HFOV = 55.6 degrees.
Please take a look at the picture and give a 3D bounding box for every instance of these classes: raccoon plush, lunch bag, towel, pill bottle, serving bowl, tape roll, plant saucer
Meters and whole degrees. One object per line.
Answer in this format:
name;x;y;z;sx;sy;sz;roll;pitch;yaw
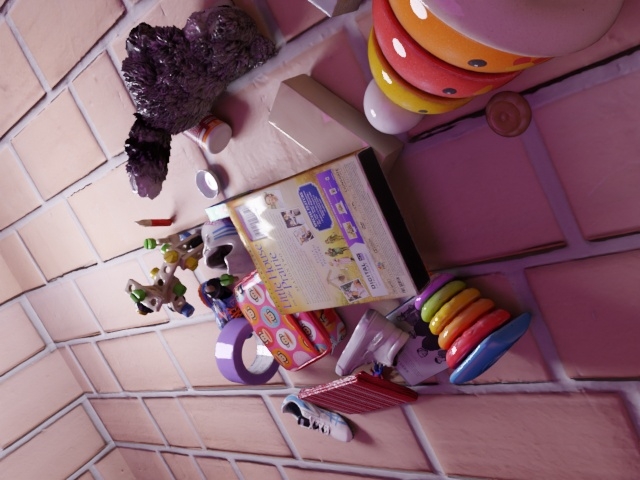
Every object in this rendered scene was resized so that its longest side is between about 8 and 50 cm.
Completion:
raccoon plush;-0.255;-0.302;1.332;0.299;0.216;0.446;10;104;36
lunch bag;-0.070;0.180;1.587;0.258;0.120;0.293;-37;89;42
towel;0.092;0.399;1.569;0.199;0.031;0.275;25;146;-27
pill bottle;-0.301;-0.285;1.507;0.152;0.086;0.086;35;134;18
serving bowl;-0.297;-0.154;1.629;0.083;0.027;0.083;21;127;30
tape roll;-0.200;0.313;1.724;0.080;0.189;0.189;-4;113;43
plant saucer;0.324;-0.218;1.059;0.083;0.015;0.083;22;129;30

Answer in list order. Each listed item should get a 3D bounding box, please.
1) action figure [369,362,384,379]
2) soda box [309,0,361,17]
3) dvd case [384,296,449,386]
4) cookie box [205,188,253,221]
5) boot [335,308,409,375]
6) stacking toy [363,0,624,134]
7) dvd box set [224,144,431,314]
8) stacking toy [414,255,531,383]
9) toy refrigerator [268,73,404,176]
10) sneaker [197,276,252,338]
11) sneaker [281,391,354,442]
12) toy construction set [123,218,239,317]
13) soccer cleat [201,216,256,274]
action figure;0.147;0.334;1.554;0.038;0.030;0.115;21;130;24
soda box;0.058;-0.535;1.032;0.098;0.091;0.286;42;136;13
dvd case;0.227;0.232;1.417;0.179;0.029;0.238;50;138;4
cookie box;-0.228;-0.089;1.564;0.107;0.092;0.040;-13;104;44
boot;0.123;0.274;1.448;0.123;0.095;0.258;32;141;11
stacking toy;0.194;-0.318;0.965;0.350;0.350;0.480;48;156;6
dvd box set;0.000;0.000;1.307;0.420;0.062;0.308;-16;105;44
stacking toy;0.258;0.128;1.255;0.302;0.175;0.166;49;135;22
toy refrigerator;0.031;-0.225;1.256;0.269;0.094;0.102;38;131;14
sneaker;-0.276;0.202;1.801;0.221;0.083;0.087;49;132;2
sneaker;-0.011;0.527;1.772;0.237;0.086;0.085;23;127;27
toy construction set;-0.446;0.071;1.712;0.257;0.237;0.309;-42;73;23
soccer cleat;-0.260;0.012;1.576;0.331;0.143;0.116;14;124;55
